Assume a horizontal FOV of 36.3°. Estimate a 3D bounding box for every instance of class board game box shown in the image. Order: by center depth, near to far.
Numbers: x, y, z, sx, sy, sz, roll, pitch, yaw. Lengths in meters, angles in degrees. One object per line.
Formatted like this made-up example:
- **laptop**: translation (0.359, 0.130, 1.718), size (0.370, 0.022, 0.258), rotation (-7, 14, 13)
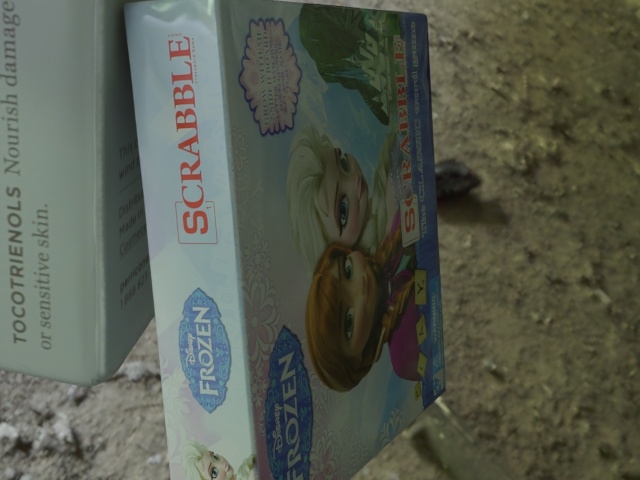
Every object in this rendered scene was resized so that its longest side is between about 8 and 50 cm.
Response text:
- **board game box**: translation (0.000, 0.000, 0.676), size (0.065, 0.319, 0.318), rotation (0, 11, 27)

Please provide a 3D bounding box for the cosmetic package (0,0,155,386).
- **cosmetic package**: translation (-0.278, -0.144, 0.712), size (0.393, 0.328, 0.329), rotation (10, 26, 9)
